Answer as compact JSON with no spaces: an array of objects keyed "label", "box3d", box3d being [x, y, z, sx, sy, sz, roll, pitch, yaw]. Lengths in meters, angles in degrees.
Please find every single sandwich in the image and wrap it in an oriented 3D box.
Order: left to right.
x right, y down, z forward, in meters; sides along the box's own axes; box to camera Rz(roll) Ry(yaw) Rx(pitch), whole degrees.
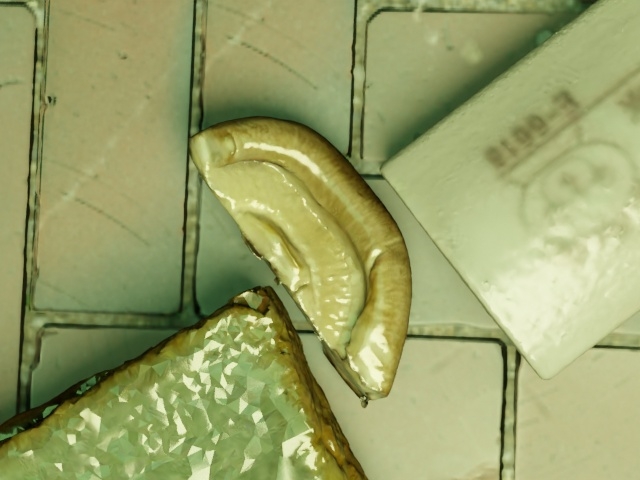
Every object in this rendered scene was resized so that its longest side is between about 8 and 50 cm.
[{"label":"sandwich","box3d":[-0.071,0.227,0.944,0.262,0.131,0.325,-29,86,2]}]

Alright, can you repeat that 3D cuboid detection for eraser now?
[{"label":"eraser","box3d":[0.196,-0.058,0.955,0.270,0.095,0.174,-37,81,1]}]

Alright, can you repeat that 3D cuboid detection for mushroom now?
[{"label":"mushroom","box3d":[0.001,0.001,0.979,0.094,0.072,0.210,-38,88,4]}]
